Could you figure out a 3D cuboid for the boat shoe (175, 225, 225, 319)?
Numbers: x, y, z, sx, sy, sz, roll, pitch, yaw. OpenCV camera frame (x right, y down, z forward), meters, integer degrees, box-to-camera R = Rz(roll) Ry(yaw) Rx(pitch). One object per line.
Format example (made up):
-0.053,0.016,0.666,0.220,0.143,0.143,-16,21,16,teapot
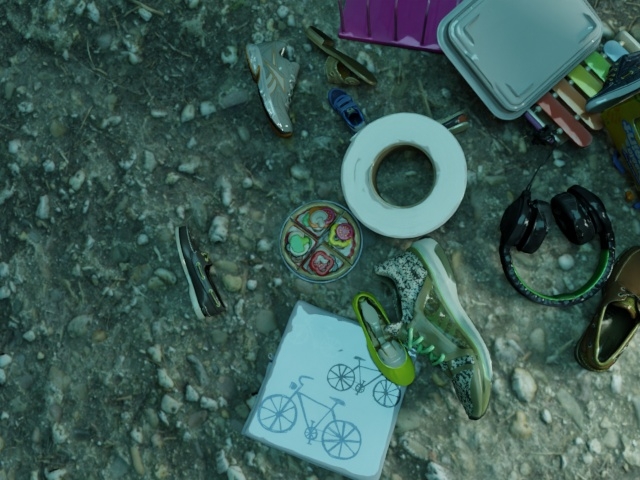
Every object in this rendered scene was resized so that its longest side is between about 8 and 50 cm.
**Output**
-0.284,0.069,1.588,0.068,0.081,0.228,-17,84,-1,boat shoe

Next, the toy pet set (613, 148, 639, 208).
0.719,-0.157,1.555,0.122,0.065,0.114,-47,113,-2,toy pet set

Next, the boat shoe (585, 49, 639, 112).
0.656,-0.353,1.506,0.183,0.065,0.083,-25,78,-8,boat shoe

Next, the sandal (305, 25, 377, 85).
0.038,-0.429,1.672,0.240,0.088,0.079,46,117,19,sandal

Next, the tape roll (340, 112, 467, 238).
0.190,-0.145,1.546,0.286,0.100,0.286,0,90,11,tape roll

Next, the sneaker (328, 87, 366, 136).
0.068,-0.318,1.640,0.053,0.059,0.144,-35,76,0,sneaker

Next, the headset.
0.513,-0.050,1.477,0.243,0.185,0.394,-9,89,3,headset

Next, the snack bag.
0.026,0.332,1.523,0.323,0.037,0.343,18,78,8,snack bag

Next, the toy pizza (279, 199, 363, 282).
0.000,0.000,1.595,0.201,0.032,0.201,-1,78,6,toy pizza

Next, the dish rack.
0.457,-0.466,1.501,0.333,0.072,0.285,-41,98,-3,dish rack

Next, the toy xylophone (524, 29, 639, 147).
0.601,-0.367,1.586,0.236,0.081,0.323,43,85,12,toy xylophone

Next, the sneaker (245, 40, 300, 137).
-0.097,-0.382,1.654,0.121,0.099,0.263,-18,78,-3,sneaker

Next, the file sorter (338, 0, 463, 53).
0.199,-0.600,1.623,0.290,0.182,0.202,11,79,8,file sorter

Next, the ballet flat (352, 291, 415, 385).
0.135,0.215,1.487,0.077,0.077,0.231,-27,76,-4,ballet flat

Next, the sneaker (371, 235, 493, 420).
0.226,0.200,1.458,0.182,0.158,0.410,-16,69,-13,sneaker

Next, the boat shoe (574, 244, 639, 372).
0.660,0.147,1.462,0.110,0.104,0.307,24,82,10,boat shoe

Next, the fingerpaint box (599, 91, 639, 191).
0.791,-0.120,1.323,0.163,0.371,0.445,-28,92,-2,fingerpaint box

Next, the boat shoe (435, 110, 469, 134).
0.286,-0.269,1.614,0.137,0.049,0.043,-20,70,3,boat shoe
